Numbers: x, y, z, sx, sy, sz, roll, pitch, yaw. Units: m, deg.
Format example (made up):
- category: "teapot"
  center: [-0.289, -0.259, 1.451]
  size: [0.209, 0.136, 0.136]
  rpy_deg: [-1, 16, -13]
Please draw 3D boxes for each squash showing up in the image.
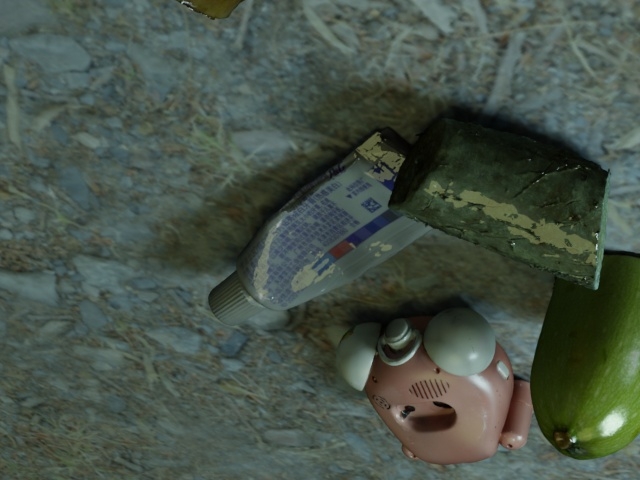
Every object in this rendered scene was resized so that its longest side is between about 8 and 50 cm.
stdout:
- category: "squash"
  center: [0.237, 0.105, 1.228]
  size: [0.123, 0.187, 0.123]
  rpy_deg: [14, 137, 13]

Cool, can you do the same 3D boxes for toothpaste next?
- category: "toothpaste"
  center: [-0.001, 0.000, 1.303]
  size: [0.099, 0.069, 0.282]
  rpy_deg: [11, 144, -43]

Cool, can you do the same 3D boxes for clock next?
- category: "clock"
  center: [0.108, 0.138, 1.395]
  size: [0.165, 0.093, 0.162]
  rpy_deg: [-12, 130, 35]

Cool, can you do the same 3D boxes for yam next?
- category: "yam"
  center: [0.151, -0.034, 1.159]
  size: [0.183, 0.107, 0.107]
  rpy_deg: [18, 143, 3]

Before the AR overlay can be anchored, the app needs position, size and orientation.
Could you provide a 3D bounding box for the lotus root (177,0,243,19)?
- category: "lotus root"
  center: [-0.095, -0.272, 0.945]
  size: [0.180, 0.199, 0.188]
  rpy_deg: [-49, 151, 20]
